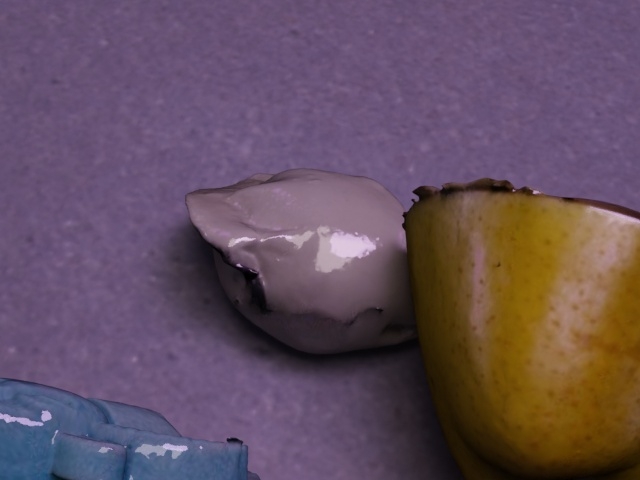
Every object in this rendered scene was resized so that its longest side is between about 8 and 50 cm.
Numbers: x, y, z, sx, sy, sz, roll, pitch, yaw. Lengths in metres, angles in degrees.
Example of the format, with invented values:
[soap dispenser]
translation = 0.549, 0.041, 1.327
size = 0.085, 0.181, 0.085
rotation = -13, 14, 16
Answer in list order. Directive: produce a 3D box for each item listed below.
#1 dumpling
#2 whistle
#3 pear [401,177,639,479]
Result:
[dumpling]
translation = -0.001, 0.000, 0.956
size = 0.176, 0.092, 0.150
rotation = 0, 43, -2
[whistle]
translation = -0.147, 0.123, 0.787
size = 0.274, 0.186, 0.093
rotation = 16, 82, -41
[pear]
translation = 0.143, 0.087, 0.848
size = 0.267, 0.267, 0.178
rotation = 19, 79, 5
